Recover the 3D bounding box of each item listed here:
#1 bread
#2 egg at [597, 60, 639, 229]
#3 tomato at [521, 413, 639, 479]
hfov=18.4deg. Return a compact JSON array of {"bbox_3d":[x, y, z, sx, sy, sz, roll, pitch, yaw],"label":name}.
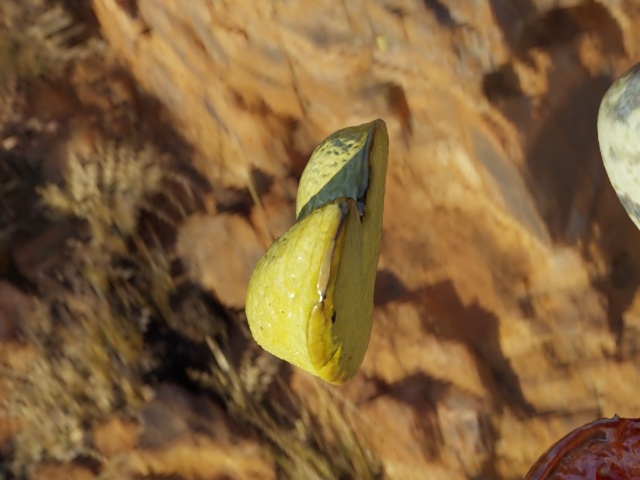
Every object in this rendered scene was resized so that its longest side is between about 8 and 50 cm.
[{"bbox_3d":[0.000,0.000,1.074,0.065,0.187,0.149,12,86,9],"label":"bread"},{"bbox_3d":[0.237,-0.040,1.078,0.181,0.141,0.141,28,67,4],"label":"egg"},{"bbox_3d":[0.190,0.224,1.172,0.228,0.101,0.228,15,43,-15],"label":"tomato"}]
